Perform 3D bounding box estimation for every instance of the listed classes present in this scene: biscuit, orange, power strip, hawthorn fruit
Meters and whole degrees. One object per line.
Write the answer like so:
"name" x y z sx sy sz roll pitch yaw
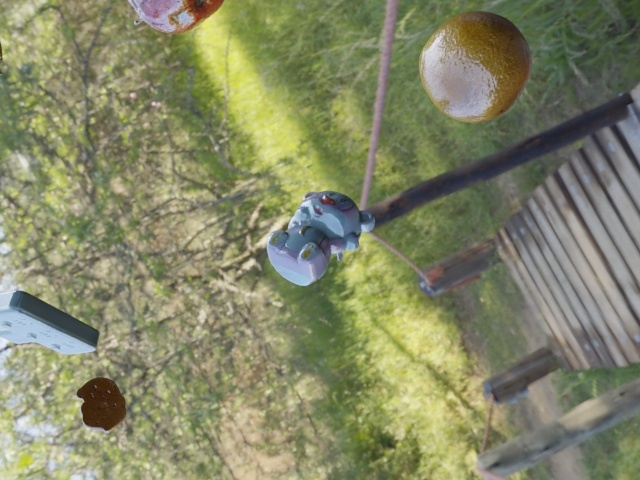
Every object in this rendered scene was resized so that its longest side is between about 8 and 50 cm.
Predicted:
"biscuit" -0.496 0.373 1.589 0.130 0.102 0.019 59 157 22
"orange" 0.354 -0.403 1.624 0.264 0.264 0.264 62 171 17
"power strip" -0.677 0.204 1.657 0.265 0.193 0.059 44 -136 -48
"hawthorn fruit" -0.322 -0.517 1.459 0.243 0.207 0.207 -35 77 39

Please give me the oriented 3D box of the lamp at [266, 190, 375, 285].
"lamp" 0.000 0.000 2.058 0.247 0.301 0.247 19 143 28

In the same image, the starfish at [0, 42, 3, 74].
"starfish" -0.638 -0.377 1.341 0.130 0.041 0.133 93 156 -83
